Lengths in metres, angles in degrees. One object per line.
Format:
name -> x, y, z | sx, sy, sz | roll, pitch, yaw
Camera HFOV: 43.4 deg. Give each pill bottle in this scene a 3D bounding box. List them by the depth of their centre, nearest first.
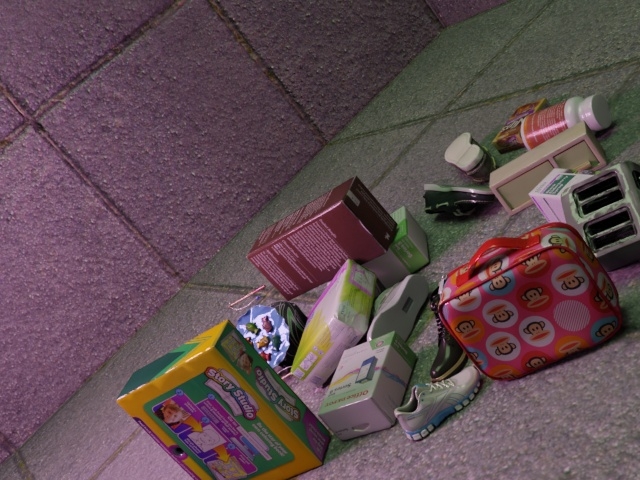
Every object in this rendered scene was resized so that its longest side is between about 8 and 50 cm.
pill bottle -> 0.649, -0.307, 2.129 | 0.216, 0.121, 0.121 | -19, 27, 50

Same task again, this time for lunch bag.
lunch bag -> 0.365, 0.103, 1.462 | 0.293, 0.258, 0.120 | -30, 20, 29

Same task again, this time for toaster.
toaster -> 0.566, -0.043, 1.555 | 0.185, 0.110, 0.168 | -27, 59, 35

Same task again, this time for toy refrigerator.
toy refrigerator -> 0.565, -0.177, 2.013 | 0.269, 0.102, 0.094 | -30, 19, 27

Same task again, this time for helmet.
helmet -> -0.106, 0.255, 2.228 | 0.169, 0.161, 0.169 | -36, 17, 13

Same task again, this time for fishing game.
fishing game -> -0.166, 0.263, 2.146 | 0.189, 0.264, 0.041 | -30, -19, 27

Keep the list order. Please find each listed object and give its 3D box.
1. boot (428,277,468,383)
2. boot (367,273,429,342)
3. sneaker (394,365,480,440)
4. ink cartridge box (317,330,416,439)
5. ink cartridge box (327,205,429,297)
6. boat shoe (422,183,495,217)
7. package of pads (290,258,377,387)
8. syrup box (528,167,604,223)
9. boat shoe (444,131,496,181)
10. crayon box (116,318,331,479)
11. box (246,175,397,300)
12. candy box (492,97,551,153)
boot -> 0.254, 0.188, 1.688 | 0.077, 0.137, 0.198 | -20, 27, 49
boot -> 0.167, 0.193, 1.973 | 0.258, 0.095, 0.123 | -48, 8, -38
sneaker -> 0.225, 0.301, 1.562 | 0.190, 0.083, 0.071 | -40, 15, -4
ink cartridge box -> 0.105, 0.316, 1.756 | 0.154, 0.093, 0.212 | -27, 23, 35
ink cartridge box -> 0.159, 0.052, 2.262 | 0.273, 0.115, 0.198 | -35, 18, 18
boat shoe -> 0.387, -0.109, 2.244 | 0.114, 0.091, 0.302 | 2, 4, -19
package of pads -> 0.042, 0.204, 2.052 | 0.229, 0.101, 0.296 | -54, 9, 29
syrup box -> 0.577, -0.092, 1.785 | 0.093, 0.096, 0.237 | -43, 18, -8
boat shoe -> 0.456, -0.250, 2.447 | 0.109, 0.091, 0.305 | -48, 14, 13
crayon box -> -0.211, 0.388, 1.773 | 0.313, 0.363, 0.106 | -30, 19, 28
box -> 0.000, 0.000, 2.210 | 0.381, 0.191, 0.143 | -27, 23, 37
candy box -> 0.610, -0.346, 2.428 | 0.109, 0.053, 0.187 | -13, 33, 54
